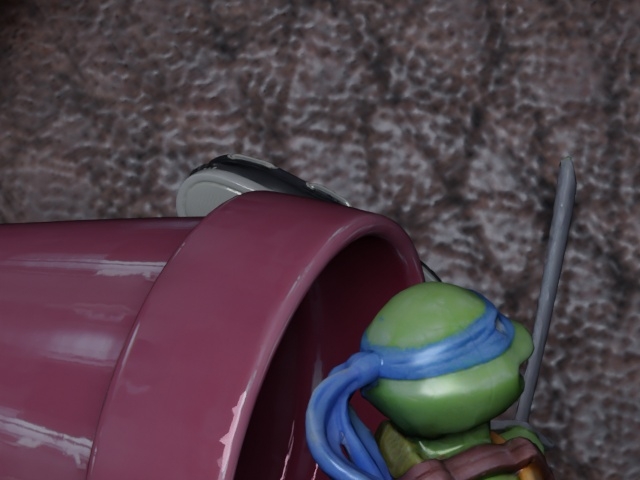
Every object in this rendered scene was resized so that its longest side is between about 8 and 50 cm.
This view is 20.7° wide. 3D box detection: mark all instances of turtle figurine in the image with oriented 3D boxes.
[{"bbox_3d":[0.110,0.129,0.605,0.197,0.274,0.266,7,109,34],"label":"turtle figurine"}]

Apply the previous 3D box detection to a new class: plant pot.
[{"bbox_3d":[-0.075,0.072,0.676,0.180,0.201,0.201,10,83,21],"label":"plant pot"}]

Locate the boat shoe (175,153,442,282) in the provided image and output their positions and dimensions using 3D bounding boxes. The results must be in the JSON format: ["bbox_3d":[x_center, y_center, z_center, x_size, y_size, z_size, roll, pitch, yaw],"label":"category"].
[{"bbox_3d":[0.000,0.000,0.747,0.125,0.038,0.046,23,120,8],"label":"boat shoe"}]
